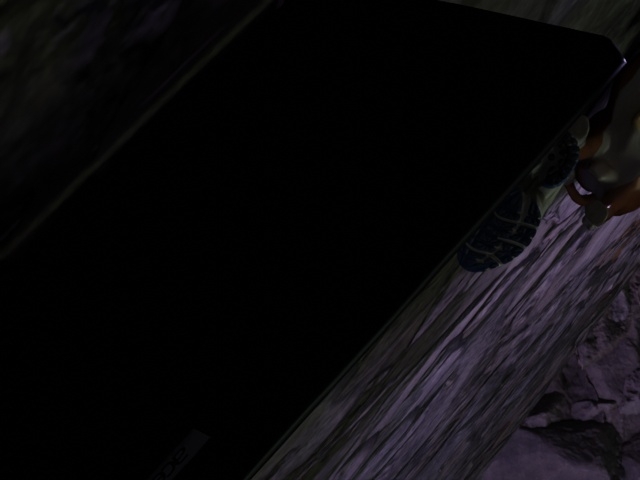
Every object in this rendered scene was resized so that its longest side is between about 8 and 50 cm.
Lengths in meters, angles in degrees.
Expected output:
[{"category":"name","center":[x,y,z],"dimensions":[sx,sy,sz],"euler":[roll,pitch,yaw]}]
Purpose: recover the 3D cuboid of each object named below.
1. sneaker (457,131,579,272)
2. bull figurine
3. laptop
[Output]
[{"category":"sneaker","center":[0.158,-0.025,1.358],"dimensions":[0.135,0.052,0.058],"euler":[-49,172,-7]},{"category":"bull figurine","center":[0.307,-0.139,1.450],"dimensions":[0.310,0.101,0.188],"euler":[-59,161,24]},{"category":"laptop","center":[-0.032,0.029,0.639],"dimensions":[0.234,0.136,0.264],"euler":[-46,166,-21]}]
